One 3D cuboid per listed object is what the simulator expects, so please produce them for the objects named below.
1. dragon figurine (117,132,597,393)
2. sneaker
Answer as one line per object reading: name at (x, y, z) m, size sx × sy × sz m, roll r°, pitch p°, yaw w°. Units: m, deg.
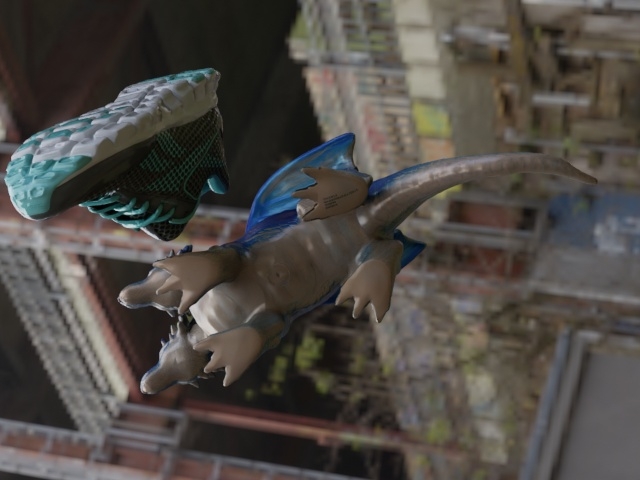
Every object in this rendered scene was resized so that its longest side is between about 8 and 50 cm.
dragon figurine at (0.000, 0.000, 0.850) m, size 0.085 × 0.289 × 0.144 m, roll 57°, pitch -166°, yaw -6°
sneaker at (-0.088, -0.032, 0.782) m, size 0.166 × 0.065 × 0.076 m, roll -36°, pitch -65°, yaw -56°
